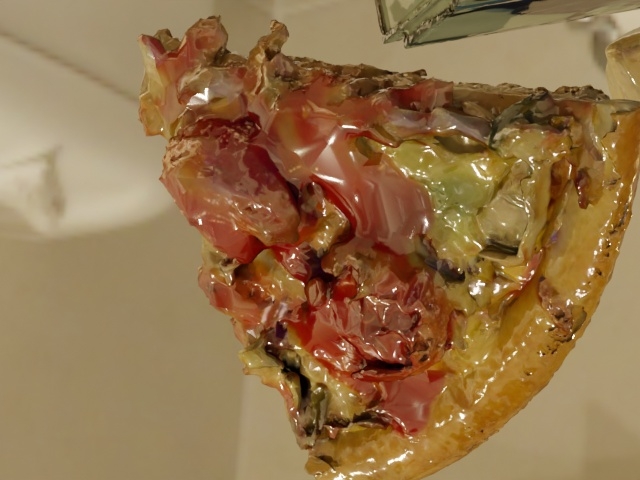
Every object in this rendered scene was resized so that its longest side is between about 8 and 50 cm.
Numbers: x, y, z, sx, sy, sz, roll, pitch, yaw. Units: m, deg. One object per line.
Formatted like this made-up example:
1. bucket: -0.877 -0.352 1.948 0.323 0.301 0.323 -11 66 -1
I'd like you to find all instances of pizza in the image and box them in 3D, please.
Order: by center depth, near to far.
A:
1. pizza: 0.000 0.000 0.593 0.193 0.053 0.201 31 121 10

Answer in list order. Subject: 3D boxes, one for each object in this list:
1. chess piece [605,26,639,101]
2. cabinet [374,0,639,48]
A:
1. chess piece: 0.265 -0.108 1.212 0.137 0.137 0.301 -2 -172 20
2. cabinet: 0.094 -0.142 0.441 0.145 0.150 0.206 -11 178 -10
